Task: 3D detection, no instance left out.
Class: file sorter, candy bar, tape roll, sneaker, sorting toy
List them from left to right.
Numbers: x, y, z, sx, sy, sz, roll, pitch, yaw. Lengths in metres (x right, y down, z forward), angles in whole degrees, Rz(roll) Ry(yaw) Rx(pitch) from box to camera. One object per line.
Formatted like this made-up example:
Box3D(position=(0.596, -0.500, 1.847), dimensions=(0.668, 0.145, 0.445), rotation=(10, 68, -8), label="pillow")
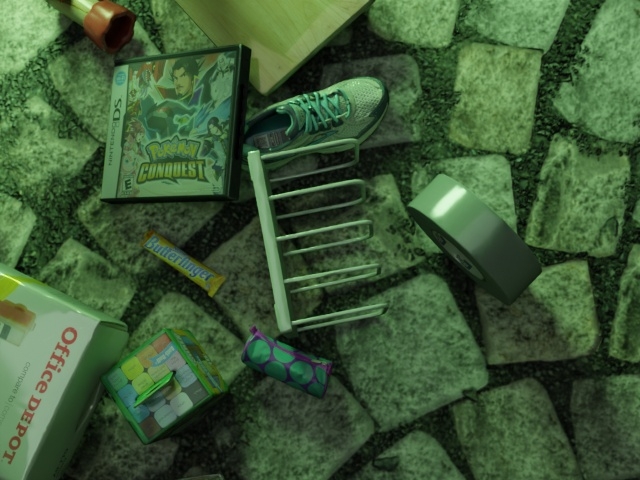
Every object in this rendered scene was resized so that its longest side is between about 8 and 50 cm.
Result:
Box3D(position=(-0.234, 0.036, 1.658), dimensions=(0.161, 0.018, 0.040), rotation=(34, 87, 8), label="candy bar")
Box3D(position=(-0.080, -0.408, 1.666), dimensions=(0.255, 0.089, 0.257), rotation=(-42, 81, -1), label="sorting toy")
Box3D(position=(-0.017, -0.190, 1.614), dimensions=(0.283, 0.122, 0.110), rotation=(-25, 82, 2), label="sneaker")
Box3D(position=(0.000, 0.000, 1.555), dimensions=(0.173, 0.193, 0.278), rotation=(-10, 82, 1), label="file sorter")
Box3D(position=(0.235, -0.002, 1.517), dimensions=(0.219, 0.219, 0.072), rotation=(43, 88, 9), label="tape roll")

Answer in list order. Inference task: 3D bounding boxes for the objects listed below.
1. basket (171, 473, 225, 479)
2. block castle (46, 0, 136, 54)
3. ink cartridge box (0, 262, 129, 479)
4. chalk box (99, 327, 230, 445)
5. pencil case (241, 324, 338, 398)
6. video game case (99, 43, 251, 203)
Box3D(position=(-0.204, 0.462, 1.555), dimensions=(0.113, 0.103, 0.167), rotation=(-10, 83, 5), label="basket")
Box3D(position=(-0.350, -0.507, 1.528), dimensions=(0.212, 0.453, 0.303), rotation=(34, 86, 16), label="block castle")
Box3D(position=(-0.534, 0.173, 1.525), dimensions=(0.384, 0.160, 0.279), rotation=(24, 84, 8), label="ink cartridge box")
Box3D(position=(-0.244, 0.225, 1.535), dimensions=(0.132, 0.213, 0.132), rotation=(-36, 81, 0), label="chalk box")
Box3D(position=(-0.052, 0.196, 1.593), dimensions=(0.151, 0.064, 0.070), rotation=(22, 125, 8), label="pencil case")
Box3D(position=(-0.242, -0.186, 1.622), dimensions=(0.274, 0.035, 0.248), rotation=(0, 81, 32), label="video game case")
